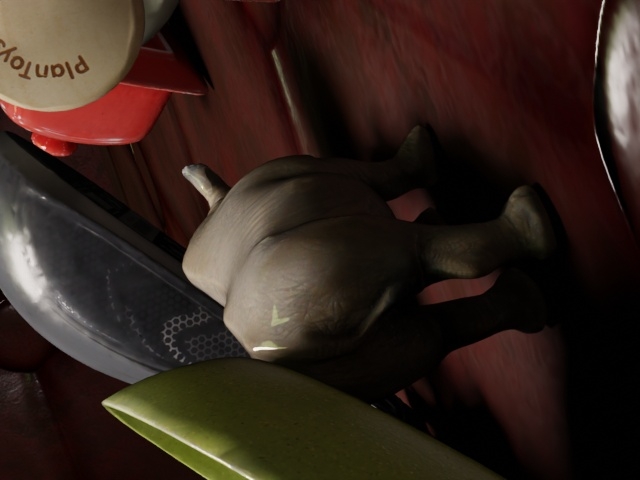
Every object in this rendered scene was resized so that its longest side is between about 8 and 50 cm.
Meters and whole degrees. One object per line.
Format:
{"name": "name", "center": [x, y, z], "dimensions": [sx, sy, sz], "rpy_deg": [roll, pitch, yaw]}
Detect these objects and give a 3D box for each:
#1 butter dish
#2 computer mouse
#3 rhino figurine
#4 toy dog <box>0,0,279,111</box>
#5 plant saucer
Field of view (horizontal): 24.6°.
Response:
{"name": "butter dish", "center": [-0.187, -0.118, 1.104], "dimensions": [0.118, 0.160, 0.160], "rpy_deg": [-67, 32, 25]}
{"name": "computer mouse", "center": [-0.067, 0.050, 0.710], "dimensions": [0.272, 0.072, 0.188], "rpy_deg": [36, -178, 0]}
{"name": "rhino figurine", "center": [0.000, 0.000, 0.576], "dimensions": [0.243, 0.106, 0.073], "rpy_deg": [-140, 32, -70]}
{"name": "toy dog", "center": [-0.093, -0.212, 0.648], "dimensions": [0.220, 0.161, 0.333], "rpy_deg": [-111, 20, -45]}
{"name": "plant saucer", "center": [0.044, 0.099, 0.455], "dimensions": [0.241, 0.037, 0.241], "rpy_deg": [30, 167, 7]}
